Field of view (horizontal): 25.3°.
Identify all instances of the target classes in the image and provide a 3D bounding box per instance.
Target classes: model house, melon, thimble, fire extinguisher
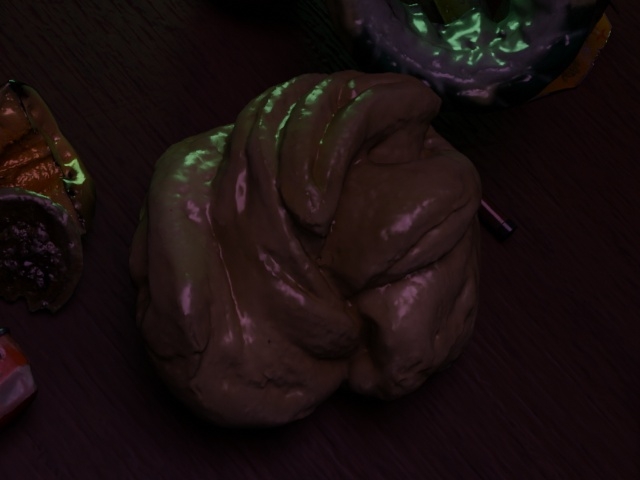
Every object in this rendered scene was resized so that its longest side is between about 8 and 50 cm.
[{"bbox_3d":[0.247,-0.283,1.572,0.207,0.136,0.219,-9,64,-18],"label":"model house"},{"bbox_3d":[-0.295,-0.066,1.370,0.128,0.079,0.160,-25,100,-3],"label":"melon"},{"bbox_3d":[0.130,-0.268,1.432,0.288,0.254,0.167,17,21,-4],"label":"thimble"},{"bbox_3d":[0.171,-0.038,1.487,0.028,0.022,0.083,-46,75,9],"label":"fire extinguisher"}]

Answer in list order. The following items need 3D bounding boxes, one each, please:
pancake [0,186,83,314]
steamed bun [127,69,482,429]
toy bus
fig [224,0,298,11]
[{"bbox_3d":[-0.286,0.008,1.332,0.129,0.022,0.116,8,99,-8],"label":"pancake"},{"bbox_3d":[0.002,-0.005,1.321,0.372,0.230,0.325,-7,67,-18],"label":"steamed bun"},{"bbox_3d":[-0.323,0.154,1.249,0.174,0.079,0.077,-40,85,-28],"label":"toy bus"},{"bbox_3d":[-0.048,-0.367,1.491,0.159,0.257,0.159,9,45,-9],"label":"fig"}]
